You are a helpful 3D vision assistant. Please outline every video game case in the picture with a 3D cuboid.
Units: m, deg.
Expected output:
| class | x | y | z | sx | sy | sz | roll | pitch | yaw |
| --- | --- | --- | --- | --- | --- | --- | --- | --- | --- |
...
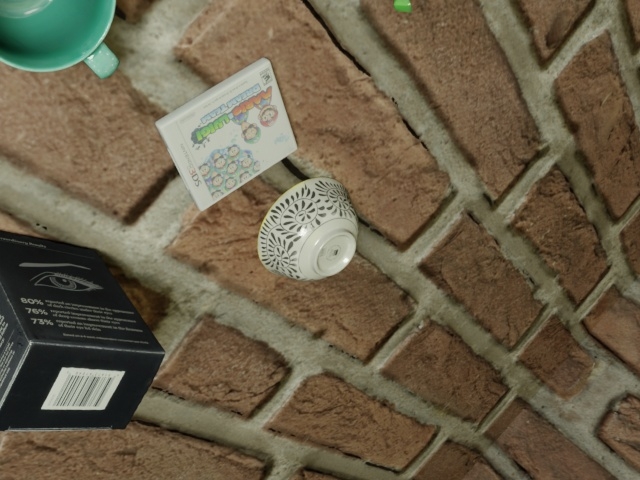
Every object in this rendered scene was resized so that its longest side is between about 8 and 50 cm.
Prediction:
| class | x | y | z | sx | sy | sz | roll | pitch | yaw |
| --- | --- | --- | --- | --- | --- | --- | --- | --- | --- |
| video game case | -0.110 | -0.129 | 0.874 | 0.157 | 0.019 | 0.143 | -35 | 139 | -15 |

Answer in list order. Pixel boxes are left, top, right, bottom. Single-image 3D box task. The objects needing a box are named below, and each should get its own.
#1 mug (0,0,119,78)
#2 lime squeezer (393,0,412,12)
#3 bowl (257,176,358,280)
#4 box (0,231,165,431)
| class | x | y | z | sx | sy | sz | roll | pitch | yaw |
| --- | --- | --- | --- | --- | --- | --- | --- | --- | --- |
| mug | -0.255 | -0.213 | 0.615 | 0.129 | 0.097 | 0.158 | -22 | 134 | -29 |
| lime squeezer | 0.077 | -0.390 | 0.773 | 0.059 | 0.109 | 0.311 | 40 | 61 | -52 |
| bowl | 0.000 | 0.000 | 1.029 | 0.170 | 0.080 | 0.170 | -24 | 134 | -27 |
| box | -0.288 | 0.093 | 0.746 | 0.153 | 0.207 | 0.108 | 16 | 110 | -46 |
